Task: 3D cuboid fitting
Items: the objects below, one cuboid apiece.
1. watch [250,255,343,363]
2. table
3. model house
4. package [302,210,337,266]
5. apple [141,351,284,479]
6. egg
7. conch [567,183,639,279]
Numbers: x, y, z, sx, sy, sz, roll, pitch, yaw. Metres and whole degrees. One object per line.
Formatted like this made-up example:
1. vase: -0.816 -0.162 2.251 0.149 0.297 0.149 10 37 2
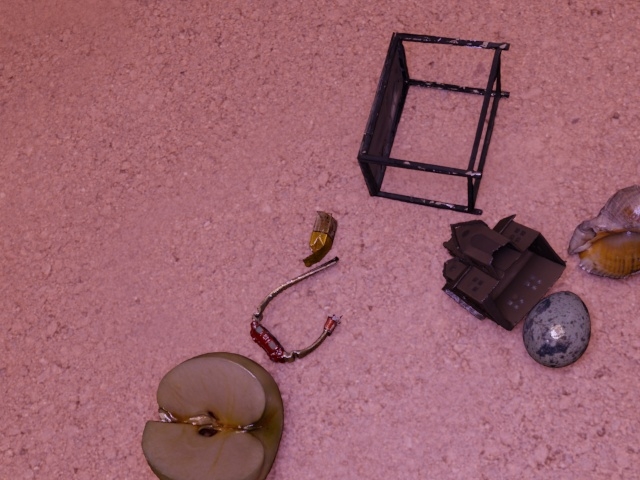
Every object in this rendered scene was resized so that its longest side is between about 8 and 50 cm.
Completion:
1. watch: -0.035 0.164 1.611 0.268 0.102 0.165 -31 73 -10
2. table: 0.271 -0.268 1.627 0.272 0.222 0.335 11 73 17
3. model house: 0.343 0.032 1.505 0.211 0.204 0.243 -48 34 -5
4. package: 0.000 0.000 1.665 0.047 0.071 0.131 13 71 13
5. apple: -0.214 0.391 1.478 0.257 0.233 0.295 -2 67 18
6. egg: 0.493 0.182 1.460 0.132 0.132 0.172 22 67 19
7. conch: 0.643 -0.010 1.492 0.245 0.163 0.178 -30 45 32
